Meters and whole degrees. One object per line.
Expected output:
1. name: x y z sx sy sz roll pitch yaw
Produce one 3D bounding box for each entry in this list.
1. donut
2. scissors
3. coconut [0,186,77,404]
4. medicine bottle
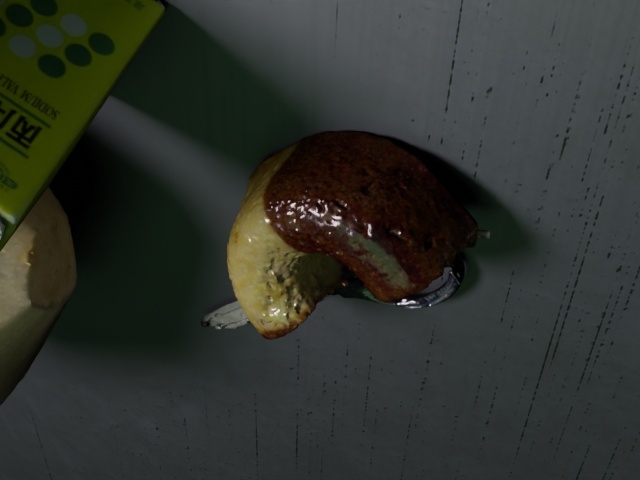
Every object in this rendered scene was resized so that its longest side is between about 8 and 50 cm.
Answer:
1. donut: -0.001 0.000 0.896 0.217 0.085 0.141 -26 108 40
2. scissors: -0.008 0.041 1.015 0.300 0.022 0.109 -20 121 38
3. coconut: -0.370 0.027 0.953 0.353 0.352 0.352 13 140 12
4. medicine bottle: -0.233 -0.097 0.791 0.137 0.250 0.141 37 136 -15
